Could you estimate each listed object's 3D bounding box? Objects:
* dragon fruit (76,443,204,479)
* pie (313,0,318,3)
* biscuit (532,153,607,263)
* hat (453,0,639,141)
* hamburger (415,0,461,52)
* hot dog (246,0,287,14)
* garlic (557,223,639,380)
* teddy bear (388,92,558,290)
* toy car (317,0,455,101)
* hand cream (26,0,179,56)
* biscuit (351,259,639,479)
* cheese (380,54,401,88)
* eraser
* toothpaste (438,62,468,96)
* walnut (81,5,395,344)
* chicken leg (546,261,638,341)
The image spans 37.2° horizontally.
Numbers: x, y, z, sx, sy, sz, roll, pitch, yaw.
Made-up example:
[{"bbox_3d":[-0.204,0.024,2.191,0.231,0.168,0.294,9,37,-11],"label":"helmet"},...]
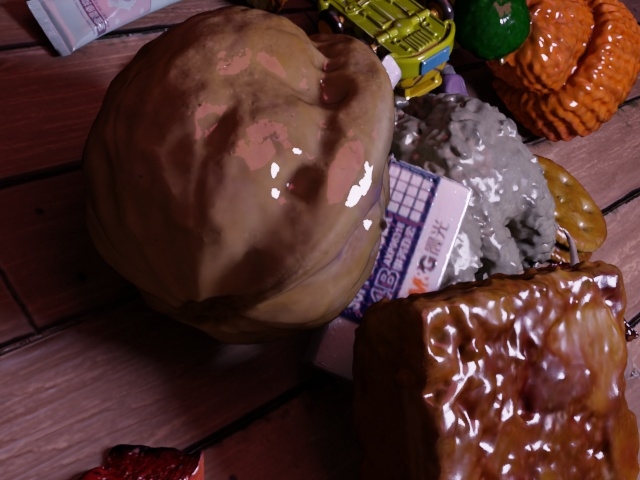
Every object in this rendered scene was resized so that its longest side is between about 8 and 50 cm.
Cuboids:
[{"bbox_3d":[-0.194,0.256,0.896,0.192,0.092,0.122,-26,74,-47],"label":"dragon fruit"},{"bbox_3d":[0.041,-0.540,1.758,0.355,0.103,0.288,16,48,-23],"label":"pie"},{"bbox_3d":[0.406,-0.056,1.667,0.220,0.066,0.220,23,41,-21],"label":"biscuit"},{"bbox_3d":[0.376,-0.369,1.719,0.400,0.285,0.285,26,43,-33],"label":"hat"},{"bbox_3d":[0.247,-0.450,1.803,0.131,0.159,0.185,-26,98,-44],"label":"hamburger"},{"bbox_3d":[-0.146,-0.475,1.509,0.259,0.175,0.114,36,77,-11],"label":"hot dog"},{"bbox_3d":[0.401,0.117,1.439,0.148,0.128,0.266,-118,-173,-70],"label":"garlic"},{"bbox_3d":[0.170,-0.051,1.407,0.367,0.224,0.357,-38,85,-34],"label":"teddy bear"},{"bbox_3d":[0.108,-0.341,1.599,0.200,0.142,0.248,-30,59,-21],"label":"toy car"},{"bbox_3d":[-0.281,-0.348,1.377,0.331,0.058,0.085,-38,102,-45],"label":"hand cream"},{"bbox_3d":[0.209,0.208,1.120,0.395,0.166,0.342,-5,88,-41],"label":"biscuit"},{"bbox_3d":[0.057,-0.173,1.332,0.127,0.050,0.255,53,50,-23],"label":"cheese"},{"bbox_3d":[0.085,0.047,1.204,0.130,0.086,0.287,24,76,-8],"label":"eraser"},{"bbox_3d":[0.261,-0.198,1.682,0.075,0.048,0.301,-2,55,-19],"label":"toothpaste"},{"bbox_3d":[-0.084,-0.078,1.063,0.384,0.383,0.383,22,45,-23],"label":"walnut"},{"bbox_3d":[0.453,0.098,1.587,0.205,0.053,0.093,19,69,-16],"label":"chicken leg"}]
